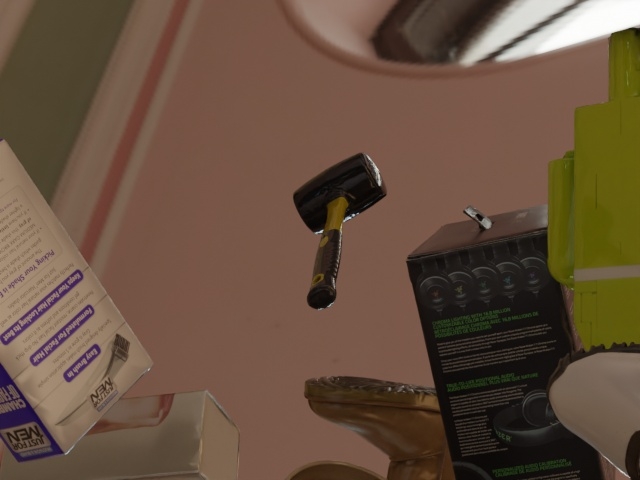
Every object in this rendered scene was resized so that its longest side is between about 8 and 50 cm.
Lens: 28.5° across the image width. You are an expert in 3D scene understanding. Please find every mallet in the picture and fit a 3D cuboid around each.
[{"bbox_3d":[0.000,0.000,0.817,0.039,0.062,0.190,55,-156,-17],"label":"mallet"}]

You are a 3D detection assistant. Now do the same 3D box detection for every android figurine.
[{"bbox_3d":[0.250,-0.015,0.845,0.056,0.248,0.273,6,-100,-41],"label":"android figurine"}]

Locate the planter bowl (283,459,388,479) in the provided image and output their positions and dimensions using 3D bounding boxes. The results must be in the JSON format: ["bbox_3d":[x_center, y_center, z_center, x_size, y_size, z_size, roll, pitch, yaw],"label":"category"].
[{"bbox_3d":[0.008,0.244,0.840,0.162,0.109,0.162,29,-150,-19],"label":"planter bowl"}]

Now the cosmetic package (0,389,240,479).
[{"bbox_3d":[-0.275,0.304,1.752,0.153,0.296,0.129,64,-157,-54],"label":"cosmetic package"}]

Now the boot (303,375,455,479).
[{"bbox_3d":[0.079,0.294,1.394,0.236,0.089,0.270,9,-90,-16],"label":"boot"}]

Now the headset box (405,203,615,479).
[{"bbox_3d":[0.184,0.103,1.173,0.246,0.131,0.283,-33,-70,-74],"label":"headset box"}]

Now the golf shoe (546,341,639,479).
[{"bbox_3d":[0.185,0.118,0.620,0.094,0.198,0.077,-33,-45,-37],"label":"golf shoe"}]

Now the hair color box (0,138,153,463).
[{"bbox_3d":[-0.367,0.074,1.499,0.339,0.110,0.185,58,-138,-14],"label":"hair color box"}]
